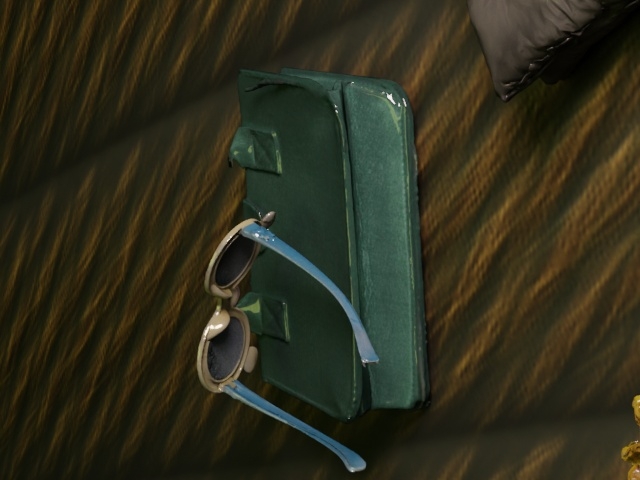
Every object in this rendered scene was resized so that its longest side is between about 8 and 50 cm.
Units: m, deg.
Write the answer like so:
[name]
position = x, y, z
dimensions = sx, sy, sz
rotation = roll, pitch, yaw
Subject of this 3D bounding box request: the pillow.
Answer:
[pillow]
position = 0.162, -0.296, 1.333
dimensions = 0.228, 0.101, 0.326
rotation = -37, 70, 51

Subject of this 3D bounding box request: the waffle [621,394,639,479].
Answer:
[waffle]
position = 0.311, 0.191, 1.296
dimensions = 0.228, 0.051, 0.232
rotation = 40, 132, 43

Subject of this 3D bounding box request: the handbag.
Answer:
[handbag]
position = 0.000, 0.000, 1.676
dimensions = 0.238, 0.089, 0.327
rotation = 14, 113, 58

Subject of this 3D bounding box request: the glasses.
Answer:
[glasses]
position = -0.039, 0.102, 1.600
dimensions = 0.220, 0.088, 0.190
rotation = 45, 135, 46
